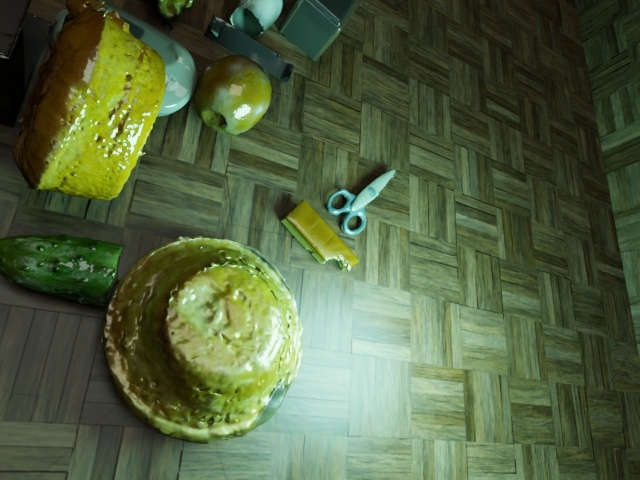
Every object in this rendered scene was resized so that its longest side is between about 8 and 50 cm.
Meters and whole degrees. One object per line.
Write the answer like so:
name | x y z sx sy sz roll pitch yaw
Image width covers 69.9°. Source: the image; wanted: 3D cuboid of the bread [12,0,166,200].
bread | -0.436 -0.254 0.872 0.204 0.337 0.358 18 93 -42

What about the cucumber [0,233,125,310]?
cucumber | -0.505 0.044 0.859 0.245 0.134 0.134 18 65 -22

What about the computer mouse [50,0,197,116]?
computer mouse | -0.448 -0.421 1.063 0.331 0.095 0.197 33 75 -5

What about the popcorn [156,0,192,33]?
popcorn | -0.383 -0.665 1.165 0.168 0.174 0.195 -18 73 -56

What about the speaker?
speaker | 0.008 -0.700 1.381 0.153 0.193 0.230 35 63 -18

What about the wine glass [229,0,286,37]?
wine glass | -0.170 -0.669 1.305 0.111 0.111 0.204 34 55 -17

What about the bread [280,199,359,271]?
bread | 0.000 0.000 1.219 0.226 0.049 0.088 48 56 -9

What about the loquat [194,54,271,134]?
loquat | -0.213 -0.366 1.142 0.179 0.179 0.227 36 51 -16

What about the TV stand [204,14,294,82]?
TV stand | -0.196 -0.533 1.287 0.257 0.040 0.048 26 62 -21

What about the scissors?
scissors | 0.136 -0.133 1.350 0.289 0.041 0.138 -42 98 -30

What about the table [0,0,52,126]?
table | -0.642 -0.417 0.853 0.196 0.251 0.281 16 67 -26

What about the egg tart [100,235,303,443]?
egg tart | -0.212 0.183 0.951 0.443 0.178 0.442 11 66 -27
